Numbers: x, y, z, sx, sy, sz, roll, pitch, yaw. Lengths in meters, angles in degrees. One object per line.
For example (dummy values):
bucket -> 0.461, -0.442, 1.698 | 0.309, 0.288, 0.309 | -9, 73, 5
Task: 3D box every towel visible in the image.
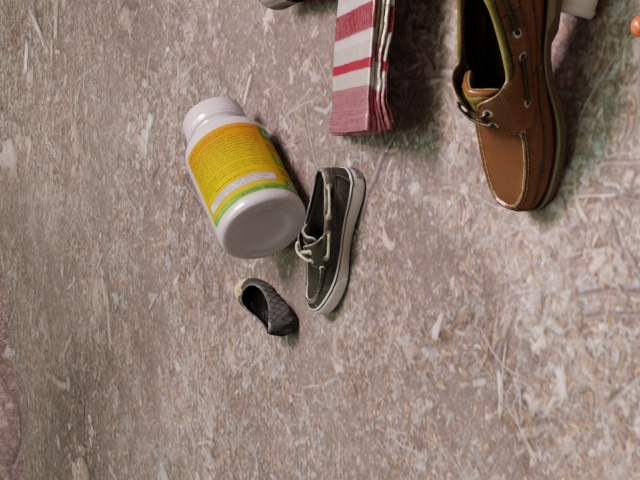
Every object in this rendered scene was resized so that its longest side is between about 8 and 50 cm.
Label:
towel -> 0.058, -0.300, 1.515 | 0.237, 0.037, 0.328 | -157, 70, -77

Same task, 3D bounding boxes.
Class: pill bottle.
pill bottle -> -0.126, -0.102, 1.772 | 0.136, 0.136, 0.245 | -62, 41, 38

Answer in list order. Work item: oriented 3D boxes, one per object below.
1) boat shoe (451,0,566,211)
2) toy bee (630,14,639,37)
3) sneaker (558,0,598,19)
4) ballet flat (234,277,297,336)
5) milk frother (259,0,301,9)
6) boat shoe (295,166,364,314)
boat shoe -> 0.185, -0.163, 1.227 | 0.111, 0.104, 0.307 | 23, 129, 48
toy bee -> 0.343, -0.153, 0.980 | 0.298, 0.162, 0.195 | 55, 142, 45
sneaker -> 0.229, -0.312, 1.263 | 0.212, 0.080, 0.094 | 35, 115, 42
ballet flat -> -0.093, 0.098, 1.802 | 0.173, 0.049, 0.057 | 32, 116, 54
milk frother -> -0.027, -0.412, 1.666 | 0.129, 0.143, 0.135 | 60, 163, -16
boat shoe -> 0.000, 0.000, 1.630 | 0.078, 0.070, 0.219 | 35, 119, 53
